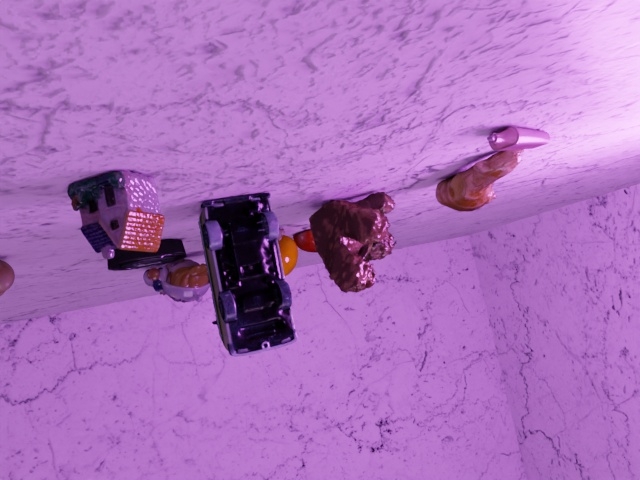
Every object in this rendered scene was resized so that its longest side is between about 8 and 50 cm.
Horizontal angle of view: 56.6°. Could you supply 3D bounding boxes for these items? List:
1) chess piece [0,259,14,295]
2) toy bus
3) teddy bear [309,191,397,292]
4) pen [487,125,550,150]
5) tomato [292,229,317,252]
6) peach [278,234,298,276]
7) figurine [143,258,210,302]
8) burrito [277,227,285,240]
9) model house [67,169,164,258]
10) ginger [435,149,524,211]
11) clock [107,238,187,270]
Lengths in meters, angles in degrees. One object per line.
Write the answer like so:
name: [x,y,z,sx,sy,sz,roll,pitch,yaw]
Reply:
chess piece: [-0.663,0.084,1.179,0.170,0.094,0.094,-25,168,37]
toy bus: [-0.142,0.064,1.098,0.133,0.276,0.164,-9,178,-20]
teddy bear: [0.100,0.009,1.322,0.222,0.246,0.296,12,-168,-31]
pen: [0.328,-0.170,0.999,0.053,0.032,0.197,-16,176,41]
tomato: [0.000,0.000,1.802,0.155,0.069,0.155,-13,174,-1]
peach: [-0.150,0.051,1.686,0.179,0.103,0.179,-13,-152,7]
figurine: [-0.443,0.119,1.782,0.274,0.133,0.194,-3,179,27]
burrito: [-0.140,-0.013,1.518,0.045,0.041,0.185,-24,172,23]
model house: [-0.269,-0.028,0.776,0.100,0.100,0.088,-13,175,17]
ginger: [0.342,-0.123,1.265,0.131,0.086,0.294,11,165,-9]
clock: [-0.411,0.035,1.406,0.184,0.040,0.184,-11,174,-1]
